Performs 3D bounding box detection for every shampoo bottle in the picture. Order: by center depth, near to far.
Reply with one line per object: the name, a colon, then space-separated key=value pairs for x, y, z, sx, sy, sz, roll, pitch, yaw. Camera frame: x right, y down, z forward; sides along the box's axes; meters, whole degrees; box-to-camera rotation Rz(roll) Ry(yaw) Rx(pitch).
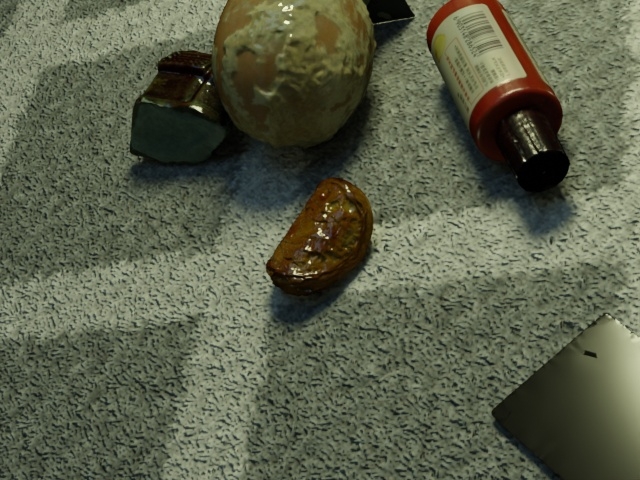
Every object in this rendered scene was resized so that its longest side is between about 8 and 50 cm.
shampoo bottle: x=0.206 y=-0.162 z=1.552 sx=0.104 sy=0.104 sz=0.278 roll=-27 pitch=44 yaw=8

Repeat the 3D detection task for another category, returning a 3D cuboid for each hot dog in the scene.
hot dog: x=0.000 y=0.000 z=1.566 sx=0.099 sy=0.065 sz=0.147 roll=24 pitch=80 yaw=41

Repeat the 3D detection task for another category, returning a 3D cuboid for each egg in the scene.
egg: x=-0.035 y=-0.232 z=1.675 sx=0.203 sy=0.203 sz=0.245 roll=6 pitch=89 yaw=34

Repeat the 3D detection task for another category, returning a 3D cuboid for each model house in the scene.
model house: x=-0.160 y=-0.185 z=1.801 sx=0.165 sy=0.106 sz=0.152 roll=12 pitch=53 yaw=19

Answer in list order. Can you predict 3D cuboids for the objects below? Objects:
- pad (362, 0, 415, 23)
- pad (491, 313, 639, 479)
pad: x=-0.004 y=-0.340 z=1.727 sx=0.170 sy=0.245 sz=0.006 roll=-5 pitch=60 yaw=26
pad: x=0.295 y=0.184 z=1.277 sx=0.159 sy=0.009 sz=0.265 roll=-39 pitch=44 yaw=-8
